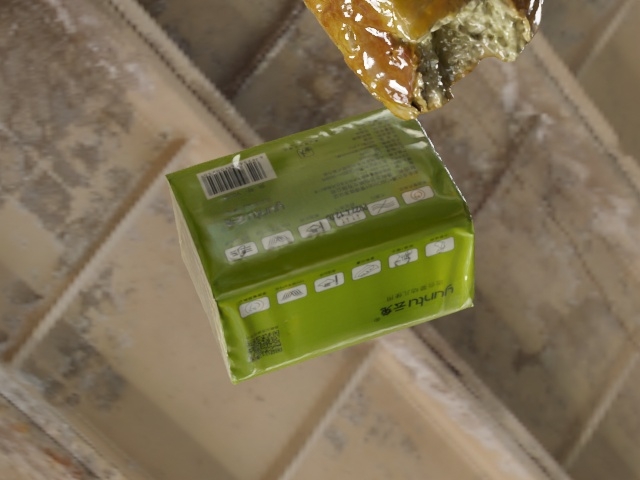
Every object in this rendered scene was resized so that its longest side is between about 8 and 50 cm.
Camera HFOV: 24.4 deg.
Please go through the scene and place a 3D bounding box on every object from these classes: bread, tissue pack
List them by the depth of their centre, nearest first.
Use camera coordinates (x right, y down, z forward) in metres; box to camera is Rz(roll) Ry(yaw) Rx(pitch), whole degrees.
[{"bbox_3d":[0.048,-0.279,1.223,0.344,0.148,0.195,50,-130,-12],"label":"bread"},{"bbox_3d":[0.000,0.000,1.560,0.274,0.200,0.167,-17,-41,-10],"label":"tissue pack"}]
